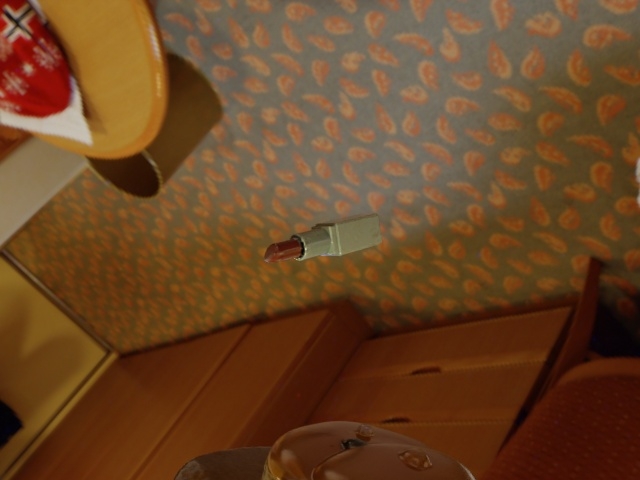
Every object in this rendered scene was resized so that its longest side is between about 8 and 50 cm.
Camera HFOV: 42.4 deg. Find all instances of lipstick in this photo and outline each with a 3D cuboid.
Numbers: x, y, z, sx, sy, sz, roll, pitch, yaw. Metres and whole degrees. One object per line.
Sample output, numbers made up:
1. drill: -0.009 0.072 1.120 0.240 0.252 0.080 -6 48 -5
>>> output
1. lipstick: 0.000 0.001 0.733 0.030 0.129 0.030 0 101 47

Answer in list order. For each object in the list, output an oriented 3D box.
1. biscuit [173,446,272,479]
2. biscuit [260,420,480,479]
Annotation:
1. biscuit: -0.015 0.312 0.821 0.052 0.262 0.277 -64 34 24
2. biscuit: 0.038 0.151 0.493 0.170 0.170 0.050 19 101 28
